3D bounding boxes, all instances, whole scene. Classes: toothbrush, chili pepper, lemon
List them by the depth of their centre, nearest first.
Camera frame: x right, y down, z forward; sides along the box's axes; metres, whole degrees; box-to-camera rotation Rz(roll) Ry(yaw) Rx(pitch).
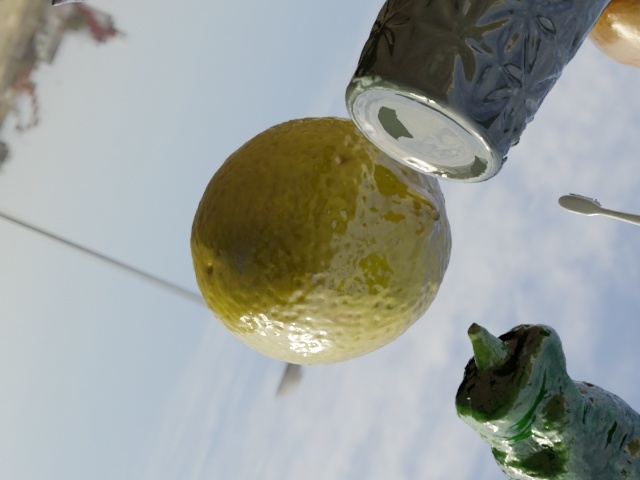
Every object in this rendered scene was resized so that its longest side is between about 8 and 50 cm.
[{"bbox_3d":[0.205,0.162,1.374,0.136,0.270,0.099,-37,-152,17],"label":"chili pepper"},{"bbox_3d":[0.000,0.000,1.614,0.267,0.267,0.267,-157,-90,-79],"label":"lemon"},{"bbox_3d":[0.367,-0.009,1.648,0.025,0.276,0.019,-16,118,-57],"label":"toothbrush"}]

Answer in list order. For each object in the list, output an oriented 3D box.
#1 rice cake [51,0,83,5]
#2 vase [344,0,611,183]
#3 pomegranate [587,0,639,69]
[{"bbox_3d":[-0.101,-0.252,1.321,0.070,0.064,0.399,-22,-174,27],"label":"rice cake"},{"bbox_3d":[0.124,-0.178,1.003,0.300,0.156,0.251,-61,172,-21],"label":"vase"},{"bbox_3d":[0.301,-0.246,1.428,0.207,0.207,0.207,-157,-90,-79],"label":"pomegranate"}]
